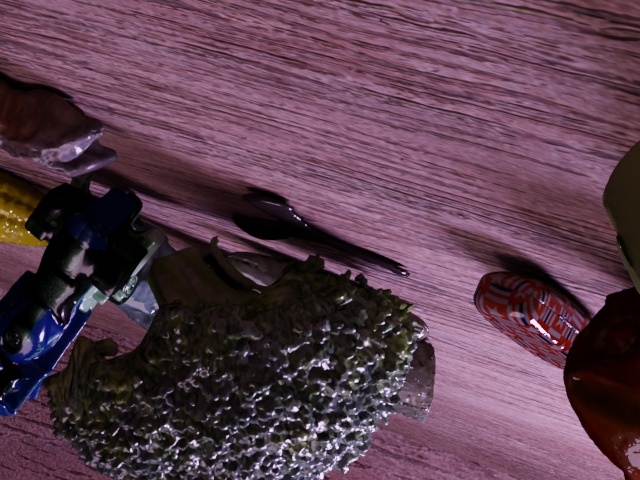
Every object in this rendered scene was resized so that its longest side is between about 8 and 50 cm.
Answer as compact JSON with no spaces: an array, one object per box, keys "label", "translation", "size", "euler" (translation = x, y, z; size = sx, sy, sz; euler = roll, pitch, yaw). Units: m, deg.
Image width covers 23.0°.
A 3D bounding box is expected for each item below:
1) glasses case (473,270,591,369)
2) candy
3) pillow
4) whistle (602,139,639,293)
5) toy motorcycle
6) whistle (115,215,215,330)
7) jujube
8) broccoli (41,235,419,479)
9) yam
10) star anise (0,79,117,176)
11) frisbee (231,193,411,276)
[{"label":"glasses case","translation":[0.194,0.068,1.366],"size":[0.073,0.049,0.194],"euler":[17,169,35]},{"label":"candy","translation":[-0.405,-0.043,1.958],"size":[0.199,0.094,0.106],"euler":[18,171,-17]},{"label":"pillow","translation":[0.007,0.068,1.768],"size":[0.241,0.051,0.093],"euler":[19,170,3]},{"label":"whistle","translation":[0.205,0.000,0.786],"size":[0.106,0.131,0.288],"euler":[-26,157,11]},{"label":"toy motorcycle","translation":[-0.302,0.075,1.741],"size":[0.125,0.331,0.196],"euler":[38,-148,3]},{"label":"whistle","translation":[-0.164,0.077,1.887],"size":[0.348,0.189,0.189],"euler":[40,164,-23]},{"label":"jujube","translation":[0.325,0.167,1.218],"size":[0.342,0.216,0.216],"euler":[45,160,-31]},{"label":"broccoli","translation":[-0.089,0.146,1.588],"size":[0.375,0.249,0.302],"euler":[-19,-166,-16]},{"label":"yam","translation":[0.060,0.147,1.927],"size":[0.183,0.107,0.107],"euler":[22,171,-14]},{"label":"star anise","translation":[-0.281,-0.108,1.408],"size":[0.208,0.063,0.172],"euler":[23,172,-8]},{"label":"frisbee","translation":[0.000,0.000,1.529],"size":[0.187,0.012,0.211],"euler":[21,170,0]}]
